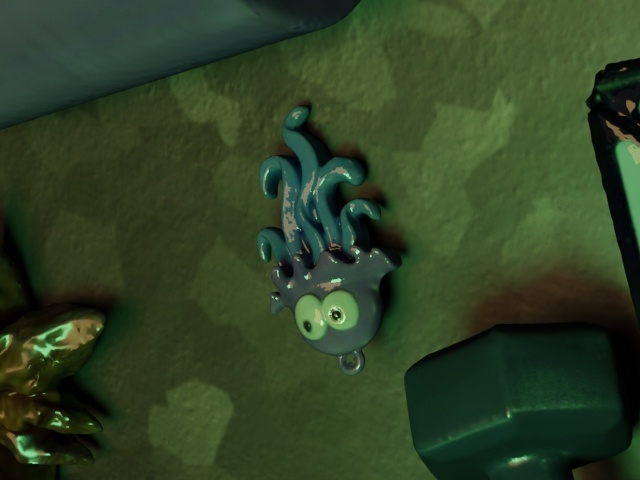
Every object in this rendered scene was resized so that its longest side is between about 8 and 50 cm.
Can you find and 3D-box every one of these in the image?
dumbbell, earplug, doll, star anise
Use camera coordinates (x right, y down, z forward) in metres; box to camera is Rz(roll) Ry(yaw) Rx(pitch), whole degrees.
[{"bbox_3d":[0.144,0.218,0.989,0.160,0.144,0.325,-27,58,38],"label":"dumbbell"},{"bbox_3d":[-0.190,-0.196,1.169,0.456,0.215,0.215,-16,91,40],"label":"earplug"},{"bbox_3d":[0.000,0.000,1.159,0.110,0.067,0.206,-21,77,28],"label":"doll"},{"bbox_3d":[-0.305,0.140,1.382,0.349,0.109,0.292,-39,72,36],"label":"star anise"}]

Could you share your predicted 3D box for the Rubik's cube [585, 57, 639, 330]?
[{"bbox_3d":[0.315,-0.003,0.817,0.250,0.246,0.248,-10,93,37],"label":"Rubik's cube"}]
